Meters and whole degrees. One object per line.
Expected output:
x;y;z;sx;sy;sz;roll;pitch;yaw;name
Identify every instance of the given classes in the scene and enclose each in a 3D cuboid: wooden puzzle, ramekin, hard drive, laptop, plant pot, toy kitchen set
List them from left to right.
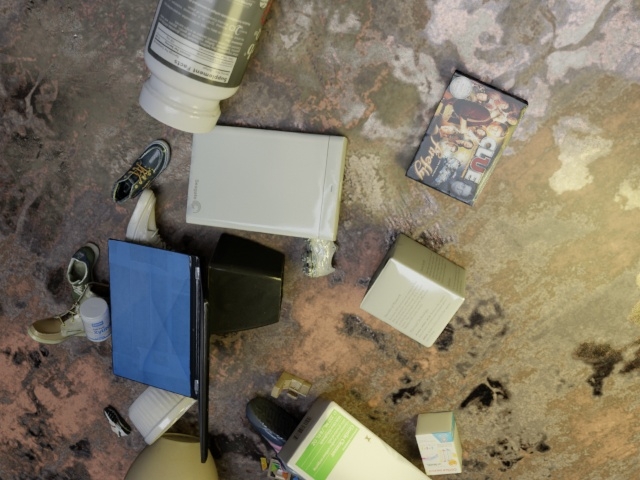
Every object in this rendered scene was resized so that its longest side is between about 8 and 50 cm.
-0.380;0.234;1.442;0.236;0.408;0.382;-1;108;-12;laptop
-0.419;0.437;1.697;0.109;0.207;0.207;44;115;4;ramekin
-0.408;0.650;1.765;0.284;0.284;0.191;8;82;11;plant pot
-0.173;0.106;1.517;0.167;0.187;0.188;4;113;-1;plant pot
-0.127;-0.135;1.437;0.353;0.047;0.233;7;95;12;hard drive
-0.118;0.664;1.812;0.116;0.014;0.078;9;114;11;wooden puzzle
-0.082;0.407;1.663;0.083;0.075;0.068;24;117;9;toy kitchen set

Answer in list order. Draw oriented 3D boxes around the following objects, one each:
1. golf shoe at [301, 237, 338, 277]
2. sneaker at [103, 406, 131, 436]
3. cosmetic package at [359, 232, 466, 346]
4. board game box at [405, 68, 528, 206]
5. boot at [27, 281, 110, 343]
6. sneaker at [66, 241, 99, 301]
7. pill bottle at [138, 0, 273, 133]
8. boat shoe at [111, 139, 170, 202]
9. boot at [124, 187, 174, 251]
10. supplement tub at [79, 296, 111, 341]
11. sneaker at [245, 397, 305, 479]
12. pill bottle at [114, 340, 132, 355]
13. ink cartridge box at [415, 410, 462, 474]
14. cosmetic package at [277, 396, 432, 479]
0.000;0.000;1.496;0.086;0.069;0.176;-4;105;-19;golf shoe
-0.616;0.544;1.877;0.043;0.040;0.109;-28;102;25;sneaker
0.212;0.109;1.425;0.183;0.151;0.151;30;116;2;cosmetic package
0.305;-0.213;1.330;0.165;0.042;0.243;25;115;3;board game box
-0.644;0.187;1.655;0.077;0.213;0.165;49;117;25;boot
-0.646;0.101;1.678;0.064;0.086;0.192;22;115;5;sneaker
-0.239;-0.422;1.293;0.210;0.210;0.363;28;116;2;pill bottle
-0.433;-0.161;1.518;0.065;0.083;0.183;40;115;-4;boat shoe
-0.423;-0.003;1.589;0.123;0.095;0.258;20;118;-8;boot
-0.575;0.204;1.618;0.071;0.071;0.107;17;138;7;supplement tub
-0.098;0.565;1.712;0.319;0.112;0.131;41;113;-3;sneaker
-0.429;0.231;1.657;0.216;0.121;0.121;-26;103;22;pill bottle
0.306;0.523;1.603;0.092;0.090;0.143;-11;108;18;ink cartridge box
0.096;0.587;1.602;0.365;0.155;0.197;38;74;-5;cosmetic package
